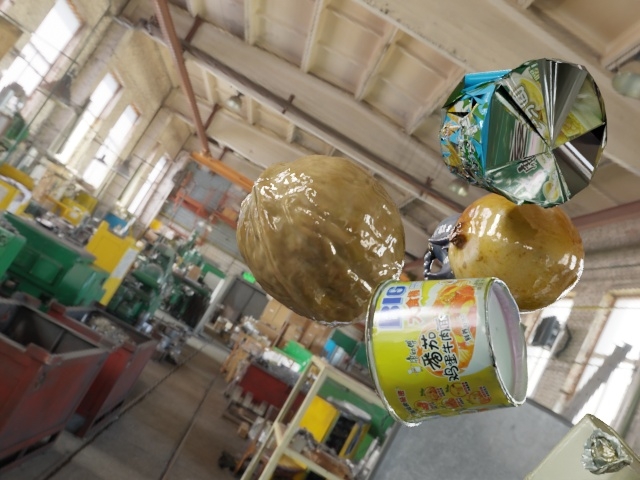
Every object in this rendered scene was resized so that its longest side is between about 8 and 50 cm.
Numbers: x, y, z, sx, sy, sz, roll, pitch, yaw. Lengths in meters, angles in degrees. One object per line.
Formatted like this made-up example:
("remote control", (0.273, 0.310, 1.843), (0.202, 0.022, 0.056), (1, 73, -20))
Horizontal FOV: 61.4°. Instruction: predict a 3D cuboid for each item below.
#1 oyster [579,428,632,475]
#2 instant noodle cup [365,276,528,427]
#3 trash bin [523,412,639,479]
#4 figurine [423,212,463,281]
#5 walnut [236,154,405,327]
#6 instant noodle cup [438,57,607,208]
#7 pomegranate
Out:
("oyster", (0.518, 0.386, 0.981), (0.037, 0.098, 0.100), (30, 31, 0))
("instant noodle cup", (0.173, 0.134, 0.701), (0.152, 0.205, 0.205), (-15, -35, 30))
("trash bin", (0.608, 0.559, 1.229), (0.121, 0.248, 0.243), (28, 16, -14))
("figurine", (0.376, 0.054, 1.454), (0.196, 0.265, 0.175), (25, -24, 15))
("walnut", (0.001, -0.002, 0.928), (0.313, 0.252, 0.277), (45, -20, -28))
("instant noodle cup", (0.316, -0.175, 0.892), (0.240, 0.240, 0.178), (33, -1, -21))
("pomegranate", (0.382, 0.025, 1.085), (0.264, 0.264, 0.264), (29, -9, 5))
